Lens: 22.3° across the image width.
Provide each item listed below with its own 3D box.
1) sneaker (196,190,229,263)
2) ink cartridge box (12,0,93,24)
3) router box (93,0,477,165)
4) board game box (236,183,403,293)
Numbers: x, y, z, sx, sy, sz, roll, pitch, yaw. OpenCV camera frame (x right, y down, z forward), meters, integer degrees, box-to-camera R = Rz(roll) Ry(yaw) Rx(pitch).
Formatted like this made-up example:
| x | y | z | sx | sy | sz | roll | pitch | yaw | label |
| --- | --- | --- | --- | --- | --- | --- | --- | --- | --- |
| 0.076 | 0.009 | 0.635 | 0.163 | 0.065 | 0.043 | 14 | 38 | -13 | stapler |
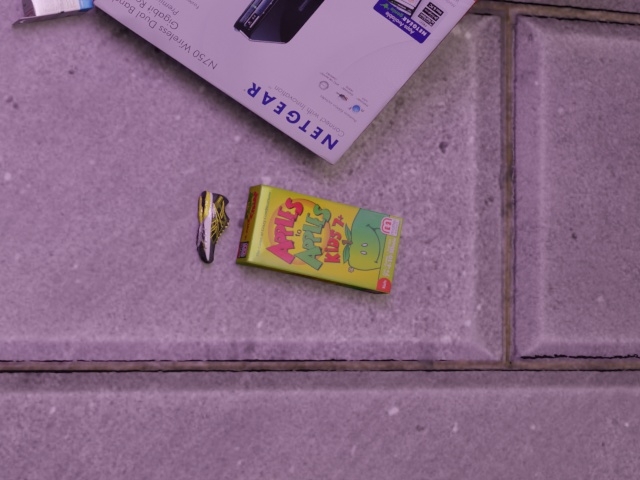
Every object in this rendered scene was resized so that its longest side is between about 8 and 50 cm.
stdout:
| x | y | z | sx | sy | sz | roll | pitch | yaw | label |
| --- | --- | --- | --- | --- | --- | --- | --- | --- | --- |
| -0.120 | -0.015 | 1.844 | 0.035 | 0.031 | 0.083 | 3 | 86 | -22 | sneaker |
| -0.296 | -0.258 | 1.774 | 0.083 | 0.048 | 0.028 | -13 | 93 | -22 | ink cartridge box |
| -0.025 | -0.291 | 1.777 | 0.335 | 0.082 | 0.301 | 33 | 116 | -17 | router box |
| 0.000 | 0.000 | 1.886 | 0.181 | 0.043 | 0.092 | 13 | 83 | -21 | board game box |
